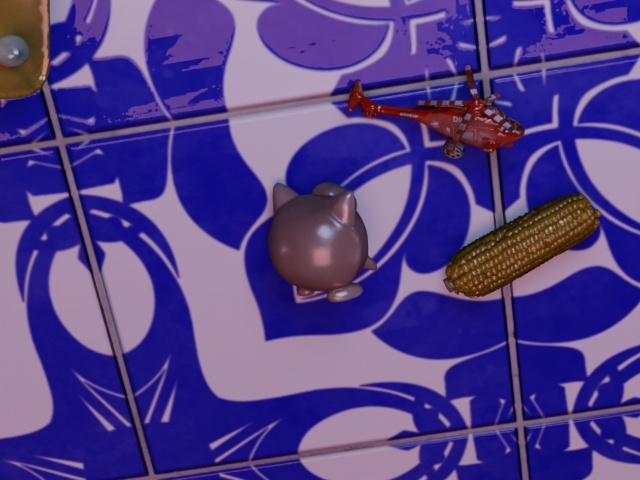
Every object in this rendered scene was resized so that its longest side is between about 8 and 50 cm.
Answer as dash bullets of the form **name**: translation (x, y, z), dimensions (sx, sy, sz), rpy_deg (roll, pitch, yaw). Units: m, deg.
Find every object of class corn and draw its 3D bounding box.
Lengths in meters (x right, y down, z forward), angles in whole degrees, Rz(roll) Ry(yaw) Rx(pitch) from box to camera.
- **corn**: translation (0.240, 0.008, 1.520), dimensions (0.207, 0.068, 0.068), rpy_deg (-29, 115, 14)

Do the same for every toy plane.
- **toy plane**: translation (0.131, -0.132, 1.427), dimensions (0.194, 0.126, 0.077), rpy_deg (-8, 145, 1)

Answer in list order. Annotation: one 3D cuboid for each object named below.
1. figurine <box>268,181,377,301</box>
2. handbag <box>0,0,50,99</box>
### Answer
- **figurine**: translation (0.000, 0.000, 1.484), dimensions (0.125, 0.125, 0.138), rpy_deg (-6, 105, 1)
- **handbag**: translation (-0.408, -0.318, 1.232), dimensions (0.283, 0.133, 0.401), rpy_deg (-8, 122, -26)
